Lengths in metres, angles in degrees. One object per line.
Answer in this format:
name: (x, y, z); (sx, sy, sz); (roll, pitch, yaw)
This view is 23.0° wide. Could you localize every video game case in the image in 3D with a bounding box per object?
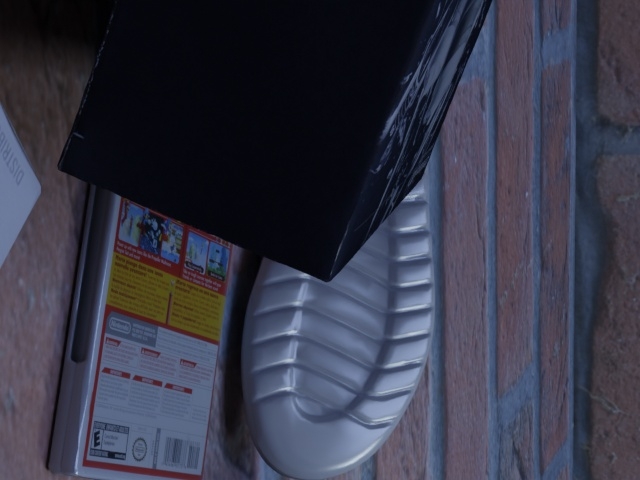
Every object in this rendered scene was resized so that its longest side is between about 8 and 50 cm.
video game case: (-0.120, 0.036, 1.151); (0.204, 0.025, 0.285); (30, 65, -66)

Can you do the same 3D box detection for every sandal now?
sandal: (0.015, 0.003, 1.376); (0.102, 0.169, 0.416); (159, -60, -69)

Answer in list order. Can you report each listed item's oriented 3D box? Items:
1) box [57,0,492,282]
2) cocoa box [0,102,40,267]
box: (0.015, -0.180, 1.006); (0.343, 0.179, 0.312); (-44, 157, -72)
cocoa box: (-0.276, -0.011, 0.285); (0.231, 0.347, 0.228); (70, 31, -47)
